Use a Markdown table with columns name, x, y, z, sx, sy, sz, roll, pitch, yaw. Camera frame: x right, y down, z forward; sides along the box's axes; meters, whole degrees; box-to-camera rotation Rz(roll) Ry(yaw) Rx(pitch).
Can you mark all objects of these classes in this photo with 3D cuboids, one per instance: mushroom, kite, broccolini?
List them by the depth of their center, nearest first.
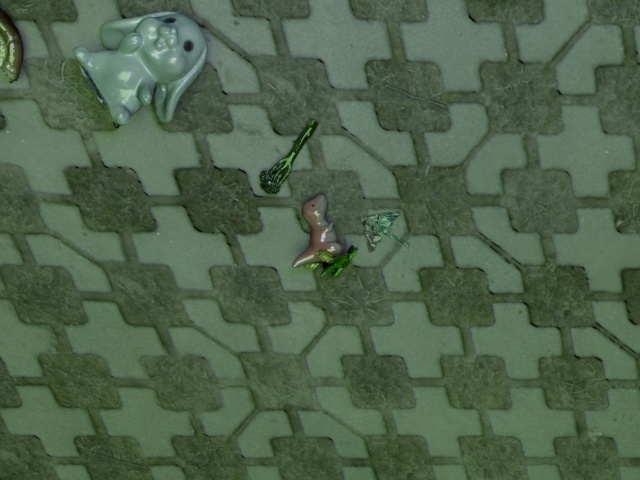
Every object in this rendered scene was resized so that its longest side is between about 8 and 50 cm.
| name | x | y | z | sx | sy | sz | roll | pitch | yaw |
| --- | --- | --- | --- | --- | --- | --- | --- | --- | --- |
| mushroom | -0.749 | -0.474 | 1.693 | 0.094 | 0.072 | 0.209 | -32 | 111 | 11 |
| broccolini | -0.082 | -0.213 | 1.825 | 0.067 | 0.058 | 0.216 | 19 | 105 | -51 |
| kite | 0.169 | -0.021 | 1.912 | 0.157 | 0.011 | 0.139 | 30 | 109 | -10 |

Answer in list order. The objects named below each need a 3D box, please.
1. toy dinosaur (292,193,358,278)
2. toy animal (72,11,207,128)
| name | x | y | z | sx | sy | sz | roll | pitch | yaw |
| --- | --- | --- | --- | --- | --- | --- | --- | --- | --- |
| toy dinosaur | -0.001 | 0.002 | 1.850 | 0.177 | 0.152 | 0.194 | 37 | 98 | -5 |
| toy animal | -0.396 | -0.391 | 1.684 | 0.290 | 0.174 | 0.248 | -10 | 98 | 3 |
